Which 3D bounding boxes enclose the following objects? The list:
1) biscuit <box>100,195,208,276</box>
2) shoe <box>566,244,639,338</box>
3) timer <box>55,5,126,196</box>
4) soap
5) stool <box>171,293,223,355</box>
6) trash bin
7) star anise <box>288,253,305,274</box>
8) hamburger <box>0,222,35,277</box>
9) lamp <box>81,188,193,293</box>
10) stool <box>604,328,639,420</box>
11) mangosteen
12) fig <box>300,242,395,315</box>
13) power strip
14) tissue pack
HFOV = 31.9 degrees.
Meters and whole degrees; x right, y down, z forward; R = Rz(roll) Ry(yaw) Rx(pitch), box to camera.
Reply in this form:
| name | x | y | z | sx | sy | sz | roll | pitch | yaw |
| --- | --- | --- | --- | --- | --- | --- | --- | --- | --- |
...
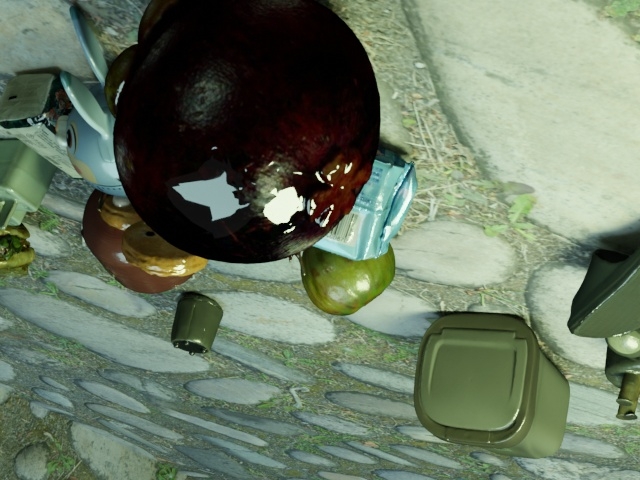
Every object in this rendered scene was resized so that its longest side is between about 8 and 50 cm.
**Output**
| name | x | y | z | sx | sy | sz | roll | pitch | yaw |
| --- | --- | --- | --- | --- | --- | --- | --- | --- | --- |
| biscuit | -0.195 | -0.040 | 1.555 | 0.205 | 0.324 | 0.049 | 13 | 117 | 1 |
| shoe | 0.427 | 0.042 | 1.540 | 0.108 | 0.093 | 0.241 | 8 | 140 | -23 |
| timer | -0.286 | -0.157 | 1.449 | 0.175 | 0.175 | 0.255 | -3 | 153 | 39 |
| soap | -0.025 | -0.076 | 1.480 | 0.293 | 0.156 | 0.077 | 19 | -159 | -3 |
| stool | -0.249 | 0.169 | 2.237 | 0.096 | 0.110 | 0.096 | 10 | 155 | 5 |
| trash bin | 0.317 | 0.271 | 1.981 | 0.219 | 0.219 | 0.250 | 2 | 160 | 34 |
| star anise | -0.044 | -0.052 | 1.566 | 0.140 | 0.144 | 0.158 | 30 | 156 | -10 |
| hamburger | -0.621 | 0.000 | 2.044 | 0.183 | 0.130 | 0.206 | -1 | 174 | 0 |
| lamp | -0.278 | -0.016 | 1.774 | 0.180 | 0.180 | 0.258 | 11 | 160 | 13 |
| stool | 0.508 | 0.202 | 1.765 | 0.228 | 0.139 | 0.153 | 25 | 155 | -26 |
| mangosteen | -0.099 | -0.140 | 1.238 | 0.347 | 0.307 | 0.307 | 39 | 169 | 29 |
| fig | 0.000 | 0.000 | 1.702 | 0.245 | 0.149 | 0.149 | 46 | 155 | 2 |
| power strip | -0.572 | -0.088 | 1.843 | 0.261 | 0.141 | 0.229 | 6 | 156 | 31 |
| tissue pack | -0.363 | -0.160 | 1.591 | 0.103 | 0.090 | 0.170 | 0 | 154 | 35 |
